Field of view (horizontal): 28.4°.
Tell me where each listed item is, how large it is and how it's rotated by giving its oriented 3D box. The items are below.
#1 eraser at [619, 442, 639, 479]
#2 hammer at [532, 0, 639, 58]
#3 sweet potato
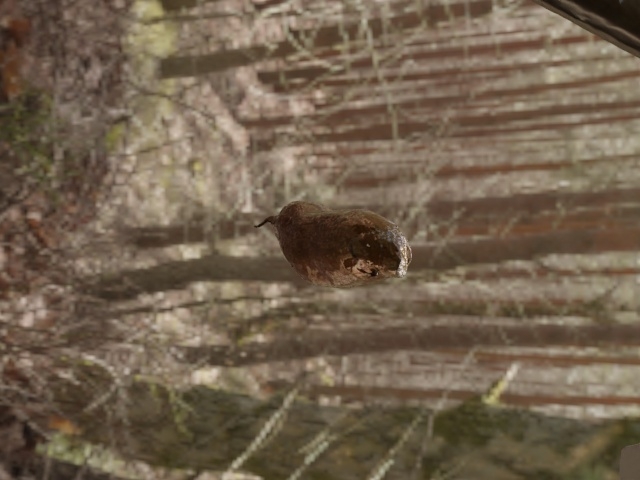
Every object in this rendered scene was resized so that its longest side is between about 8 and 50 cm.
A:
[{"bbox_3d":[0.149,0.181,0.492,0.046,0.092,0.212,16,67,-17],"label":"eraser"},{"bbox_3d":[0.017,-0.113,0.390,0.111,0.365,0.043,-63,180,-12],"label":"hammer"},{"bbox_3d":[0.000,0.000,0.822,0.056,0.195,0.056,-6,103,-27],"label":"sweet potato"}]
